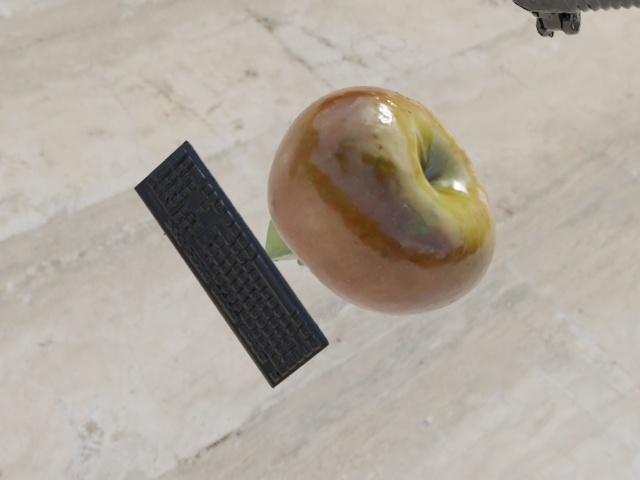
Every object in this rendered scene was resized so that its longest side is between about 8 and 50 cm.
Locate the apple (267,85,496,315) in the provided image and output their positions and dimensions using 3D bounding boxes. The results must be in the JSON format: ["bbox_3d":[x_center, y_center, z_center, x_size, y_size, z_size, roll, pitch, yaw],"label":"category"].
[{"bbox_3d":[0.056,-0.032,1.070,0.235,0.173,0.210,59,32,4],"label":"apple"}]

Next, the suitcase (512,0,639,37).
[{"bbox_3d":[0.180,-0.264,0.660,0.202,0.312,0.128,2,58,31],"label":"suitcase"}]

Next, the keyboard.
[{"bbox_3d":[-0.074,0.019,0.879,0.202,0.067,0.011,54,21,11],"label":"keyboard"}]

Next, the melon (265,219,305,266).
[{"bbox_3d":[0.000,0.000,1.346,0.209,0.118,0.064,7,80,-63],"label":"melon"}]
